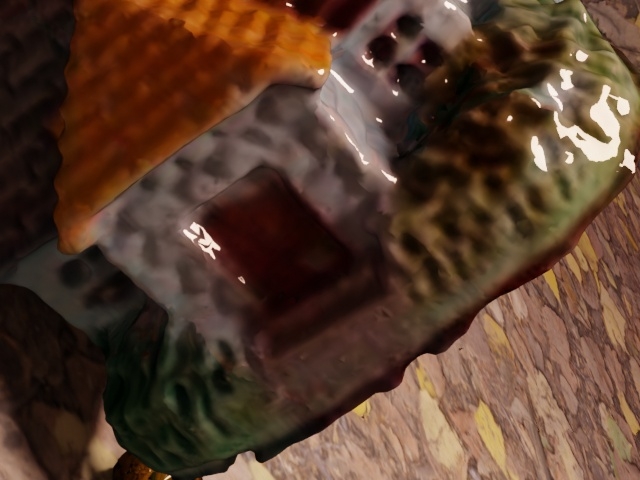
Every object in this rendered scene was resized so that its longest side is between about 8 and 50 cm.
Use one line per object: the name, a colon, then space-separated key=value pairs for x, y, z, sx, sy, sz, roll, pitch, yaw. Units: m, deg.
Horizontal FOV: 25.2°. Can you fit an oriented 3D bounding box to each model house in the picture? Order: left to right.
model house: x=-0.065 y=-0.118 z=0.782 sx=0.339 sy=0.360 sz=0.297 roll=46 pitch=20 yaw=-30

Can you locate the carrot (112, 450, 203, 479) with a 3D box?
carrot: x=-0.078 y=0.222 z=0.831 sx=0.069 sy=0.069 sz=0.228 roll=27 pitch=43 yaw=-57
